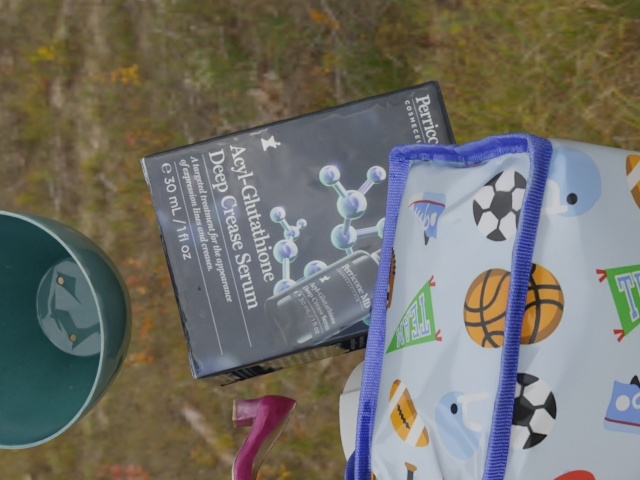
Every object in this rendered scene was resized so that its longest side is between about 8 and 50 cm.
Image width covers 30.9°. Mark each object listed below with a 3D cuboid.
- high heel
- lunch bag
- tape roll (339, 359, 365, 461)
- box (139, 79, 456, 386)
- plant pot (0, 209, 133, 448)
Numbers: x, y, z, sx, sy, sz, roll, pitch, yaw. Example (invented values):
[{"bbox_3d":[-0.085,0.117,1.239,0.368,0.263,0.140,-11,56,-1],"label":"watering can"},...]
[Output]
[{"bbox_3d":[-0.099,0.397,2.090,0.082,0.117,0.244,89,179,-58],"label":"high heel"},{"bbox_3d":[0.202,0.135,0.850,0.239,0.327,0.386,-178,93,-68],"label":"lunch bag"},{"bbox_3d":[0.169,0.279,1.747,0.169,0.246,0.246,-18,82,37],"label":"tape roll"},{"bbox_3d":[0.000,0.000,1.526,0.212,0.395,0.294,82,173,-80],"label":"box"},{"bbox_3d":[-0.354,0.099,1.479,0.290,0.195,0.290,2,96,20],"label":"plant pot"}]
